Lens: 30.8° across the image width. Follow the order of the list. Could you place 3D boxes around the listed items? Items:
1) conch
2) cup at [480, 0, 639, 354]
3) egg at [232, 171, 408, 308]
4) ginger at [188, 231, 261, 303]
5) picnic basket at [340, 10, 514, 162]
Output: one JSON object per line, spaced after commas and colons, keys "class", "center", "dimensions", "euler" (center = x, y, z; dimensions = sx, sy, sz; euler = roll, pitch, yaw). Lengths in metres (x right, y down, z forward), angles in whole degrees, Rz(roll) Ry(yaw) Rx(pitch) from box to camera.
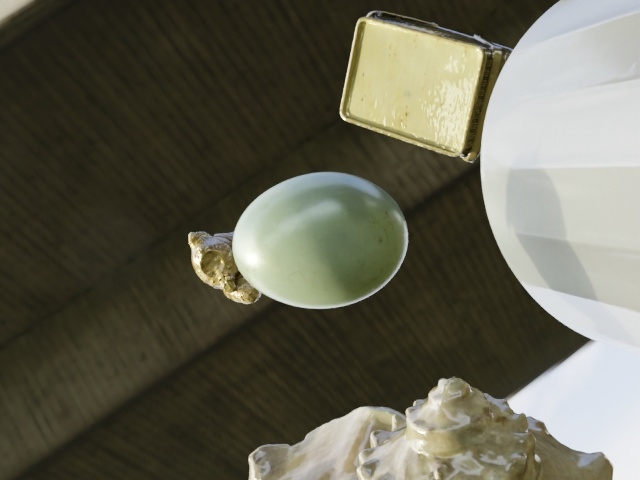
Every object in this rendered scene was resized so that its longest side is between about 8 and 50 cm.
{"class": "conch", "center": [0.040, 0.226, 0.674], "dimensions": [0.186, 0.263, 0.324], "euler": [2, -80, -52]}
{"class": "cup", "center": [0.239, 0.002, 0.546], "dimensions": [0.237, 0.322, 0.327], "euler": [-3, 4, -13]}
{"class": "egg", "center": [0.000, 0.000, 1.273], "dimensions": [0.192, 0.149, 0.149], "euler": [-3, -37, -6]}
{"class": "ginger", "center": [-0.149, 0.029, 1.710], "dimensions": [0.115, 0.205, 0.081], "euler": [12, -75, -16]}
{"class": "picnic basket", "center": [0.108, -0.155, 1.157], "dimensions": [0.079, 0.164, 0.115], "euler": [-14, -58, -53]}
